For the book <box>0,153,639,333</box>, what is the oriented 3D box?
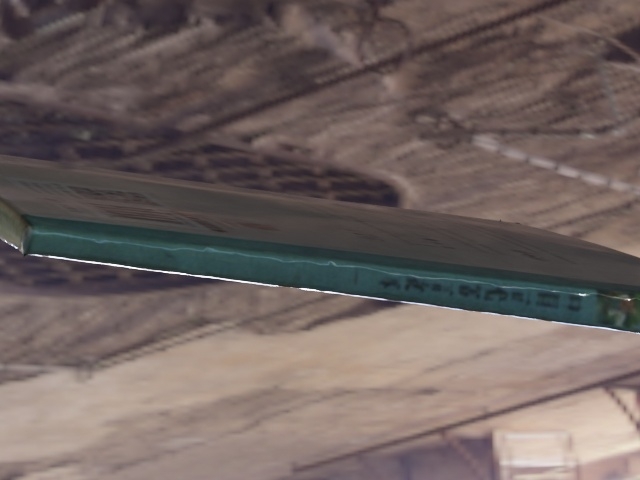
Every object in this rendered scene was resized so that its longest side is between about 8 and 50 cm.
[{"bbox_3d":[0.000,0.000,0.723,0.215,0.282,0.025,-158,-103,-67],"label":"book"}]
